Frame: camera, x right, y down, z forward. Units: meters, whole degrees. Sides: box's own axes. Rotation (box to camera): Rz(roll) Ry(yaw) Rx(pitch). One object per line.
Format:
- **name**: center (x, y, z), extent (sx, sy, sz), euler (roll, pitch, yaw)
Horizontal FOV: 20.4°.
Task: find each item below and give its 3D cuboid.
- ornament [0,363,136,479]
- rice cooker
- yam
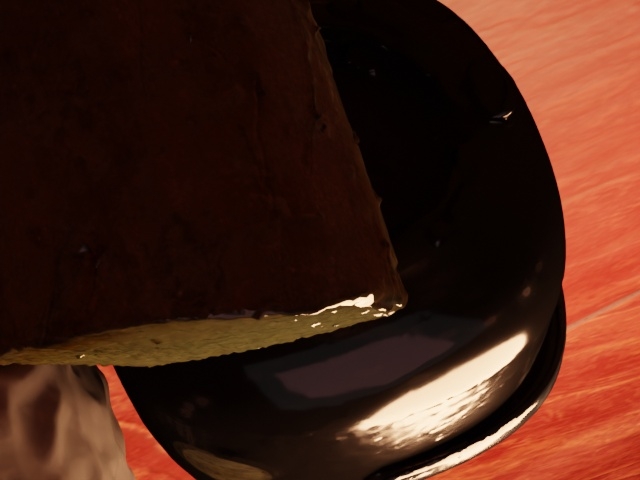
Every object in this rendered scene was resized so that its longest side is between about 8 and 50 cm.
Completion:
- **ornament**: center (-0.255, 0.150, 0.882), extent (0.337, 0.337, 0.337), euler (-20, 156, -9)
- **rice cooker**: center (0.000, 0.000, 0.913), extent (0.267, 0.267, 0.224), euler (-19, 153, -10)
- **yam**: center (-0.080, -0.071, 0.685), extent (0.161, 0.268, 0.161), euler (-18, 166, -4)
